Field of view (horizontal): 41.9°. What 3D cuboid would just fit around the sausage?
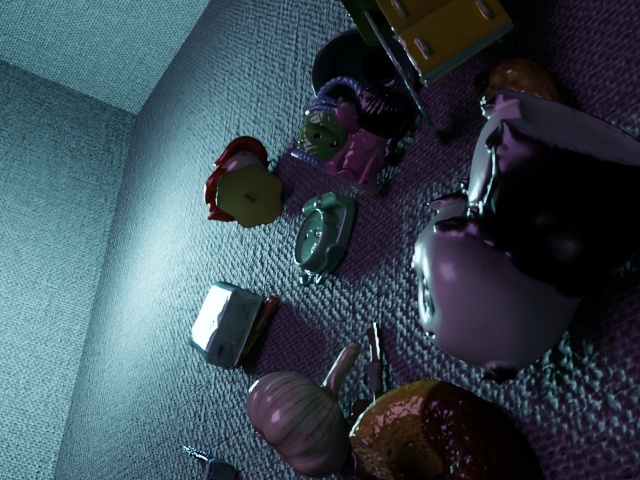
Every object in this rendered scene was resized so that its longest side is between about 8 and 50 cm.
[{"bbox_3d":[-0.146,0.203,1.843,0.223,0.029,0.029,-58,26,23],"label":"sausage"}]

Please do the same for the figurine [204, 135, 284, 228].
[{"bbox_3d":[-0.197,-0.135,2.057,0.257,0.181,0.208,-117,23,-68],"label":"figurine"}]

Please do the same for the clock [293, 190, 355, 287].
[{"bbox_3d":[0.001,0.001,1.661,0.148,0.060,0.188,-18,56,60],"label":"clock"}]

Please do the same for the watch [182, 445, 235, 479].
[{"bbox_3d":[-0.277,0.582,1.771,0.274,0.068,0.276,-16,57,61],"label":"watch"}]

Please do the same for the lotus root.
[{"bbox_3d":[0.294,-0.192,1.173,0.190,0.094,0.108,-131,38,-54],"label":"lotus root"}]

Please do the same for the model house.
[{"bbox_3d":[0.228,-0.341,1.319,0.300,0.340,0.323,-30,41,10],"label":"model house"}]

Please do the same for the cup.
[{"bbox_3d":[0.093,-0.339,1.633,0.199,0.199,0.150,-52,11,33],"label":"cup"}]

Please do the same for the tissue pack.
[{"bbox_3d":[-0.223,0.185,1.904,0.177,0.089,0.263,-68,14,-5],"label":"tissue pack"}]

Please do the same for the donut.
[{"bbox_3d":[0.159,0.245,1.045,0.295,0.112,0.151,7,61,51],"label":"donut"}]

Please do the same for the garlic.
[{"bbox_3d":[-0.004,0.261,1.376,0.226,0.199,0.199,-48,20,-14],"label":"garlic"}]

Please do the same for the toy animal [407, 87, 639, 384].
[{"bbox_3d":[0.233,0.006,0.981,0.251,0.251,0.310,-110,34,-56],"label":"toy animal"}]

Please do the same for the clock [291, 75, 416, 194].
[{"bbox_3d":[0.062,-0.207,1.557,0.195,0.194,0.100,-62,-13,7],"label":"clock"}]

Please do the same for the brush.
[{"bbox_3d":[0.088,0.239,1.303,0.084,0.071,0.301,-37,28,24],"label":"brush"}]
